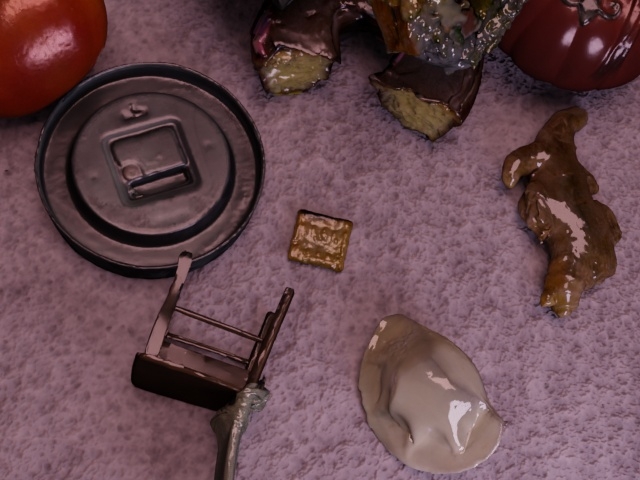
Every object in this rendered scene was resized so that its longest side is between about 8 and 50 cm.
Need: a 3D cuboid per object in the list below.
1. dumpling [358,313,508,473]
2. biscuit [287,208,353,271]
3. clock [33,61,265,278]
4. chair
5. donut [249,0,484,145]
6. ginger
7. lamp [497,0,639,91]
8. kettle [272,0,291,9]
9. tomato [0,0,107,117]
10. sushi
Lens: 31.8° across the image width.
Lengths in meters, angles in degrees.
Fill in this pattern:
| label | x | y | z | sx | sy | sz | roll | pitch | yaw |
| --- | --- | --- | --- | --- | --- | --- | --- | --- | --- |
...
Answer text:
| label | x | y | z | sx | sy | sz | roll | pitch | yaw |
| --- | --- | --- | --- | --- | --- | --- | --- | --- | --- |
| dumpling | 0.133 | 0.209 | 1.505 | 0.166 | 0.126 | 0.216 | -43 | 89 | 7 |
| biscuit | 0.000 | 0.000 | 1.608 | 0.083 | 0.018 | 0.081 | 13 | 68 | -3 |
| clock | -0.238 | -0.100 | 1.587 | 0.319 | 0.066 | 0.318 | 3 | 70 | -7 |
| chair | -0.156 | 0.200 | 1.439 | 0.186 | 0.160 | 0.319 | 20 | 67 | -6 |
| donut | 0.073 | -0.305 | 1.675 | 0.345 | 0.136 | 0.259 | 14 | 66 | -4 |
| ginger | 0.353 | -0.050 | 1.646 | 0.166 | 0.080 | 0.333 | -1 | 72 | -21 |
| lamp | 0.391 | -0.369 | 1.678 | 0.303 | 0.257 | 0.303 | 2 | 71 | -6 |
| kettle | -0.050 | -0.503 | 1.534 | 0.342 | 0.247 | 0.319 | -36 | 102 | -15 |
| tomato | -0.406 | -0.278 | 1.550 | 0.260 | 0.260 | 0.180 | -48 | 111 | -21 |
| sushi | 0.183 | -0.354 | 1.525 | 0.274 | 0.139 | 0.184 | -52 | 126 | -12 |
